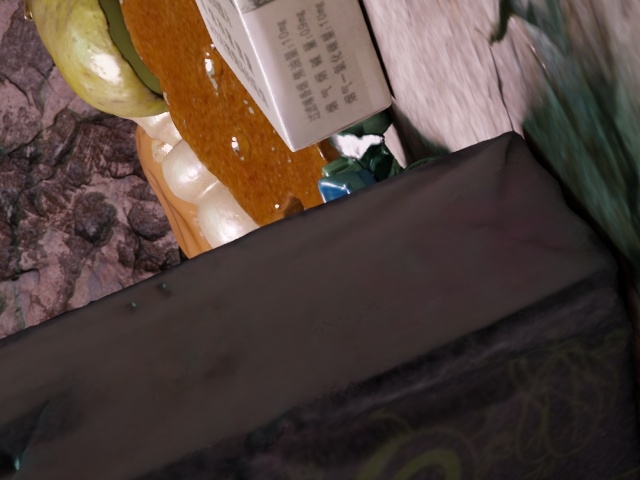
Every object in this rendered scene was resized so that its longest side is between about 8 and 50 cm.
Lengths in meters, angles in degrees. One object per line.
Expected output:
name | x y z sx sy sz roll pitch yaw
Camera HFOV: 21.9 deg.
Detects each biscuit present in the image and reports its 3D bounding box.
biscuit | -0.056 -0.124 1.166 0.290 0.041 0.208 48 149 29

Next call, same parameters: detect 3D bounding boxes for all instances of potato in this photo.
potato | -0.189 -0.218 1.389 0.160 0.111 0.272 17 -125 -59

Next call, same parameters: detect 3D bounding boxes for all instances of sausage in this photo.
sausage | -0.109 -0.060 1.677 0.136 0.120 0.241 -83 -23 -45

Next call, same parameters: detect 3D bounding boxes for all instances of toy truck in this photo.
toy truck | 0.030 -0.016 0.922 0.154 0.078 0.080 -127 15 -63

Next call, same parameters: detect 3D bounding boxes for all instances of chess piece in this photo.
chess piece | -0.100 -0.099 1.504 0.261 0.142 0.143 56 173 8

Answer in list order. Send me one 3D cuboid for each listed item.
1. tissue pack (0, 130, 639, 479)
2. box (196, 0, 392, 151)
tissue pack | 0.015 0.161 0.796 0.394 0.288 0.124 71 174 -47
box | -0.052 -0.197 0.921 0.164 0.069 0.256 55 169 56
